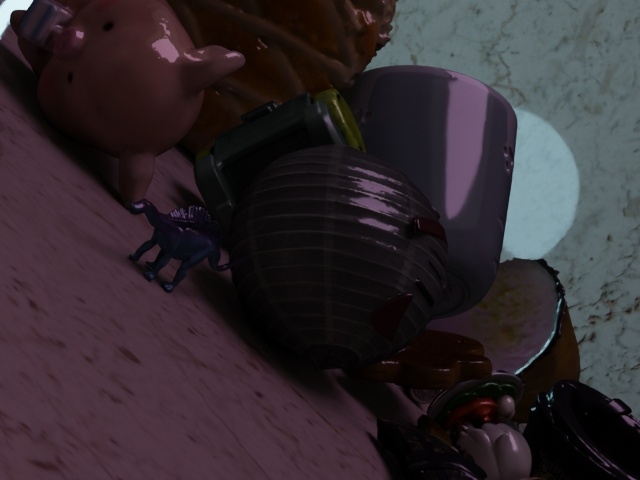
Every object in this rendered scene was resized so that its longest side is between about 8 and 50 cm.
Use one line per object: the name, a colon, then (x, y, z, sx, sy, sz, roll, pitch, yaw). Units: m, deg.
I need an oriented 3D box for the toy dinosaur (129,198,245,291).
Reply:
toy dinosaur: (-0.131, 0.004, 1.630, 0.045, 0.080, 0.197, 46, 8, 31)

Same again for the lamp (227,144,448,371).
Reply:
lamp: (0.019, 0.024, 1.797, 0.233, 0.233, 0.265, 47, -9, 19)

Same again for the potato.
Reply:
potato: (0.286, 0.166, 2.550, 0.229, 0.229, 0.266, 50, -5, 35)

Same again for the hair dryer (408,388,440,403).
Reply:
hair dryer: (0.115, 0.098, 2.193, 0.155, 0.044, 0.183, -113, -165, -76)

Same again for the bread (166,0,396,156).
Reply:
bread: (-0.126, -0.331, 2.336, 0.390, 0.371, 0.279, 47, 4, -8)

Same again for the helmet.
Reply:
helmet: (0.342, 0.302, 2.192, 0.279, 0.160, 0.230, 7, 35, -53)

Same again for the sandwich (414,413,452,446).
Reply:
sandwich: (0.128, 0.226, 1.961, 0.044, 0.031, 0.083, 42, 8, -5)

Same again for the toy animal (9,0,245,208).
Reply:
toy animal: (-0.219, -0.196, 1.833, 0.213, 0.195, 0.256, 33, 14, -18)

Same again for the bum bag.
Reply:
bum bag: (0.127, 0.246, 1.722, 0.102, 0.069, 0.248, 4, 22, -13)

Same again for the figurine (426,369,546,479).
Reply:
figurine: (0.206, 0.244, 2.001, 0.132, 0.132, 0.154, 34, 24, -51)

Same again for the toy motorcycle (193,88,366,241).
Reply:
toy motorcycle: (0.000, 0.000, 2.046, 0.326, 0.191, 0.200, 60, 11, -20)

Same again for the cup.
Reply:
cup: (0.110, -0.030, 2.359, 0.259, 0.275, 0.357, 14, -29, -9)

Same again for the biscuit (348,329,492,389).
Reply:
biscuit: (0.113, 0.137, 1.991, 0.179, 0.039, 0.236, 6, 10, 15)
